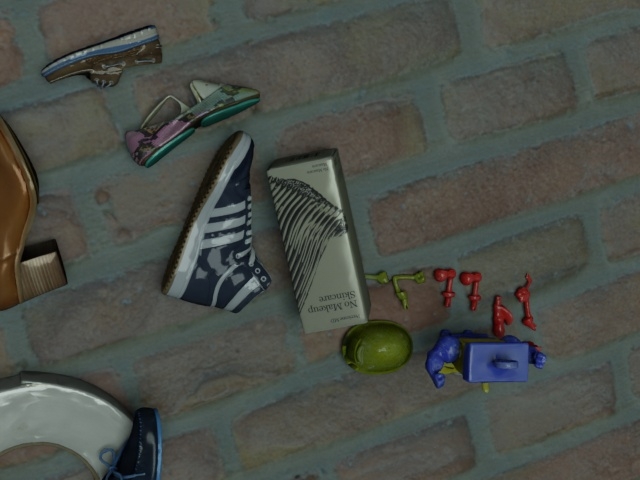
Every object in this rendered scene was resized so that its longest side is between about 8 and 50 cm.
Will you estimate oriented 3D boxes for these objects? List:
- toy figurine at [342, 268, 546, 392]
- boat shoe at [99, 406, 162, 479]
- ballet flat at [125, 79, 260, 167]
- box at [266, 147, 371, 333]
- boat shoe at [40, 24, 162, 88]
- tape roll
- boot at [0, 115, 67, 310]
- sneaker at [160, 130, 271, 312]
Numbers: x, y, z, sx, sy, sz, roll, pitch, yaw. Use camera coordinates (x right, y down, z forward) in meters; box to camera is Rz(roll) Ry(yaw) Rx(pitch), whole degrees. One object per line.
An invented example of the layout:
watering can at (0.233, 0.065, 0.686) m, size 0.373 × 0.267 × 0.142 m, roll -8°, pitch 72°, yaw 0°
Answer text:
toy figurine at (0.241, 0.159, 1.739) m, size 0.362 × 0.217 × 0.191 m, roll 4°, pitch 98°, yaw -18°
boat shoe at (-0.292, 0.379, 1.598) m, size 0.089 × 0.109 × 0.258 m, roll 7°, pitch 95°, yaw -16°
ballet flat at (-0.200, -0.195, 1.622) m, size 0.221 × 0.077 × 0.079 m, roll -32°, pitch 88°, yaw -9°
box at (0.000, 0.000, 1.687) m, size 0.113 × 0.094 × 0.275 m, roll -12°, pitch 103°, yaw 8°
boat shoe at (-0.319, -0.260, 1.571) m, size 0.183 × 0.066 × 0.066 m, roll -22°, pitch 107°, yaw -12°
tape roll at (-0.444, 0.398, 1.643) m, size 0.391 × 0.072 × 0.392 m, roll -3°, pitch 99°, yaw -17°
boot at (-0.512, -0.028, 1.544) m, size 0.220 × 0.109 × 0.284 m, roll -15°, pitch 111°, yaw -10°
sneaker at (-0.127, -0.020, 1.654) m, size 0.153 × 0.099 × 0.282 m, roll 22°, pitch 99°, yaw -15°
